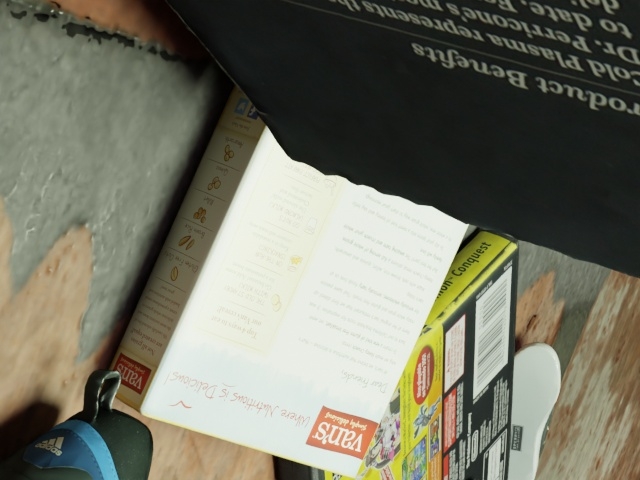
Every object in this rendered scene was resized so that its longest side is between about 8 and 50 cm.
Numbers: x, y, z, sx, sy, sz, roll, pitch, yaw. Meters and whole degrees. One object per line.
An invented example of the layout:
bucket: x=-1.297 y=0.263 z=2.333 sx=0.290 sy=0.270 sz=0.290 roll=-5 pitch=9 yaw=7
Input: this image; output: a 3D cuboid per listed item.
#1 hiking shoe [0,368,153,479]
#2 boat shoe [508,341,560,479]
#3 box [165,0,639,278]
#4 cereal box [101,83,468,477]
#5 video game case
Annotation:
hiking shoe: x=-0.105 y=0.217 z=0.787 sx=0.132 sy=0.113 sz=0.304 roll=-43 pitch=143 yaw=-34
boat shoe: x=0.168 y=0.141 z=1.250 sx=0.040 sy=0.049 sz=0.142 roll=-53 pitch=155 yaw=-60
box: x=0.105 y=-0.306 z=0.552 sx=0.480 sy=0.297 sz=0.472 roll=-59 pitch=146 yaw=-13
cereal box: x=0.000 y=0.000 z=0.834 sx=0.173 sy=0.047 sz=0.240 roll=26 pitch=89 yaw=-44
video game case: x=0.063 y=0.163 z=1.101 sx=0.248 sy=0.035 sz=0.275 roll=-42 pitch=143 yaw=-37
